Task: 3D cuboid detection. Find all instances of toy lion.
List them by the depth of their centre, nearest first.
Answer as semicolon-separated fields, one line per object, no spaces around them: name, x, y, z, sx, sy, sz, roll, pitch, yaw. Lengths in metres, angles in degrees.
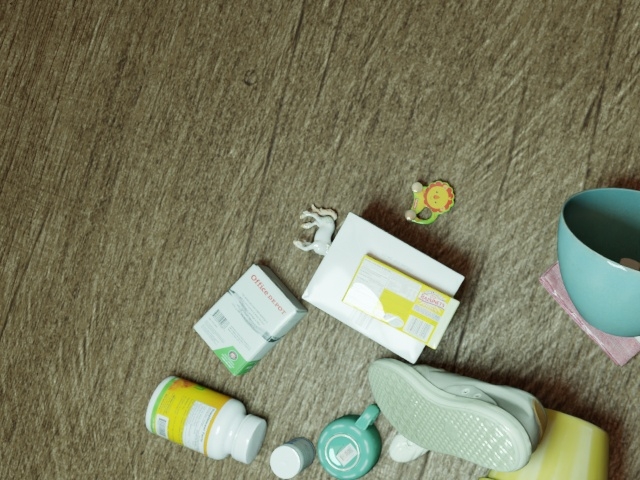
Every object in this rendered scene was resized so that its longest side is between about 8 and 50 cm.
toy lion;0.239;-0.082;1.575;0.096;0.034;0.100;14;89;10

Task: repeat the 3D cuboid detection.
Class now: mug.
mug;0.058;0.427;1.542;0.129;0.097;0.157;-1;85;17

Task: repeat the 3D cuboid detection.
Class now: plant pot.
plant pot;0.562;0.060;1.321;0.290;0.290;0.195;17;126;18
plant pot;0.430;0.452;1.366;0.254;0.254;0.239;16;73;18

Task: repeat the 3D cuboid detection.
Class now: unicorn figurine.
unicorn figurine;0.000;0.000;1.620;0.111;0.060;0.162;10;84;11

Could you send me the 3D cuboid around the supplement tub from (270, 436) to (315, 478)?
supplement tub;-0.058;0.468;1.569;0.071;0.107;0.071;-2;84;17

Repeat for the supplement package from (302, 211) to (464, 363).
supplement package;0.130;0.094;1.506;0.262;0.145;0.204;30;94;7

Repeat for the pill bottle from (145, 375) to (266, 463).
pill bottle;-0.251;0.404;1.619;0.246;0.136;0.136;17;90;17

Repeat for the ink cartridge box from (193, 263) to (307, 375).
ink cartridge box;-0.155;0.177;1.637;0.208;0.087;0.153;-45;74;9

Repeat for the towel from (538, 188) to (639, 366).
towel;0.634;0.056;1.437;0.329;0.037;0.237;-43;75;9

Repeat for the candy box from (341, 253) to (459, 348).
candy box;0.154;0.118;1.415;0.206;0.027;0.105;27;91;6

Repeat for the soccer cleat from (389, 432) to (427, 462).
soccer cleat;0.223;0.400;1.506;0.196;0.076;0.068;-32;77;12

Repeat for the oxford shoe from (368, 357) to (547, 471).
oxford shoe;0.252;0.319;1.400;0.449;0.130;0.169;6;115;57
